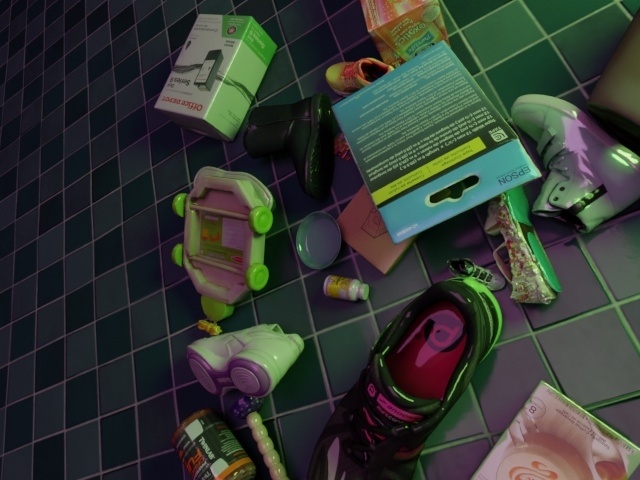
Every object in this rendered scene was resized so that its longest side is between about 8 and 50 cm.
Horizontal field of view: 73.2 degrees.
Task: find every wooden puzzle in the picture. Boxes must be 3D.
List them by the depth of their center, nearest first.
[{"bbox_3d":[0.046,-0.213,0.966,0.083,0.006,0.049,34,91,32],"label":"wooden puzzle"}]

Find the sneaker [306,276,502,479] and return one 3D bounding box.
[{"bbox_3d":[0.101,0.256,0.669,0.185,0.202,0.483,27,87,32],"label":"sneaker"}]

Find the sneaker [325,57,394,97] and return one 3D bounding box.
[{"bbox_3d":[0.090,-0.365,0.942,0.208,0.094,0.082,21,86,32],"label":"sneaker"}]

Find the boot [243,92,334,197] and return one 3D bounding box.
[{"bbox_3d":[-0.077,-0.204,0.978,0.207,0.094,0.247,-5,76,30],"label":"boot"}]

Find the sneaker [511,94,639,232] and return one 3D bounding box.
[{"bbox_3d":[0.380,-0.128,0.709,0.151,0.094,0.256,-41,62,3],"label":"sneaker"}]

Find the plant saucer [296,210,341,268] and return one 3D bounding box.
[{"bbox_3d":[0.000,0.000,0.897,0.119,0.021,0.120,-3,85,38],"label":"plant saucer"}]

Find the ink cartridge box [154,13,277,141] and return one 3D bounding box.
[{"bbox_3d":[-0.276,-0.429,1.136,0.211,0.121,0.290,20,84,31],"label":"ink cartridge box"}]

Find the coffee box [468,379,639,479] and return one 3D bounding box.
[{"bbox_3d":[0.301,0.339,0.598,0.141,0.098,0.247,35,91,32],"label":"coffee box"}]

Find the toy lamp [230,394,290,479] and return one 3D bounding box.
[{"bbox_3d":[-0.081,0.417,0.787,0.080,0.080,0.275,-40,57,10],"label":"toy lamp"}]

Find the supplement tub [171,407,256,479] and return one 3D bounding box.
[{"bbox_3d":[-0.193,0.427,0.823,0.197,0.106,0.106,39,93,31],"label":"supplement tub"}]

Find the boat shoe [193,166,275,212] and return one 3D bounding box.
[{"bbox_3d":[-0.193,-0.107,1.014,0.254,0.079,0.095,16,84,33],"label":"boat shoe"}]

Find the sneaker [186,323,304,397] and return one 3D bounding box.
[{"bbox_3d":[-0.157,0.238,0.878,0.304,0.152,0.114,-8,109,43],"label":"sneaker"}]

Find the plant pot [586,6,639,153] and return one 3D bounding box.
[{"bbox_3d":[0.543,-0.244,0.573,0.323,0.323,0.280,50,116,30],"label":"plant pot"}]

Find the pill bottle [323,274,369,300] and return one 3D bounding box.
[{"bbox_3d":[0.051,0.094,0.841,0.083,0.043,0.044,6,77,28],"label":"pill bottle"}]

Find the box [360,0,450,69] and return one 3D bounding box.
[{"bbox_3d":[0.163,-0.540,0.929,0.142,0.154,0.300,-18,67,22],"label":"box"}]

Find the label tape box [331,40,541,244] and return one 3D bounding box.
[{"bbox_3d":[0.194,-0.167,0.791,0.249,0.115,0.348,-27,59,13],"label":"label tape box"}]

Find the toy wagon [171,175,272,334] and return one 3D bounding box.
[{"bbox_3d":[-0.223,0.035,0.953,0.267,0.068,0.345,12,103,35],"label":"toy wagon"}]

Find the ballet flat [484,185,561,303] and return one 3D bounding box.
[{"bbox_3d":[0.317,-0.006,0.717,0.077,0.091,0.241,-31,56,41],"label":"ballet flat"}]

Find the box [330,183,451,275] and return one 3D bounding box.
[{"bbox_3d":[0.134,-0.057,0.861,0.164,0.021,0.201,40,95,32],"label":"box"}]

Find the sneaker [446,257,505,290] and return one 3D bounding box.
[{"bbox_3d":[0.260,0.055,0.730,0.098,0.069,0.038,16,82,31],"label":"sneaker"}]
